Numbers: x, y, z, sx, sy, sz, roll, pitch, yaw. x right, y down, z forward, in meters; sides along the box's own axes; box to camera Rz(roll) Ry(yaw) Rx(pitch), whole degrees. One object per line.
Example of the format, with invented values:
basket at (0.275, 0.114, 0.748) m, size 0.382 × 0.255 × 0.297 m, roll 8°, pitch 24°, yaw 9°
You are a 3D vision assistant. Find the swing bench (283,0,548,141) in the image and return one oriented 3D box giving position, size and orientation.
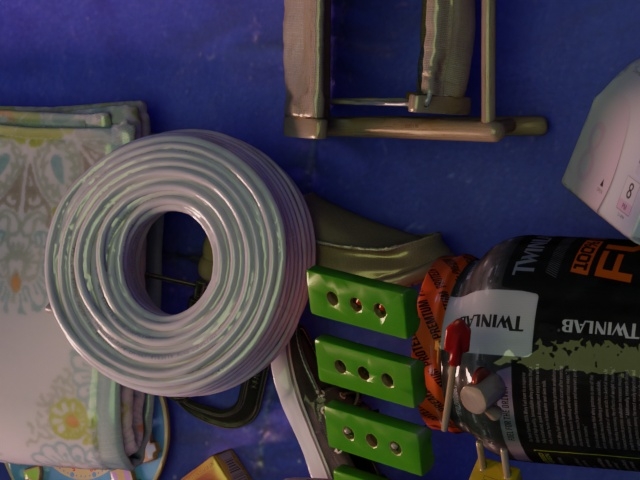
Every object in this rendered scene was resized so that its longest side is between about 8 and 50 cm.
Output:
swing bench at (0.072, -0.221, 1.831) m, size 0.254 × 0.165 × 0.253 m, roll 2°, pitch 95°, yaw 23°

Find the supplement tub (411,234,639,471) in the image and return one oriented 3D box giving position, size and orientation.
supplement tub at (0.265, 0.101, 1.751) m, size 0.338 × 0.207 × 0.207 m, roll 3°, pitch 95°, yaw 22°

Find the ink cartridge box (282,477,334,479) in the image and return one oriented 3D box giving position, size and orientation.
ink cartridge box at (0.020, 0.401, 1.830) m, size 0.129 × 0.223 × 0.308 m, roll 0°, pitch 104°, yaw 2°

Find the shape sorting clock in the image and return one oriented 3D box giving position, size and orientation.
shape sorting clock at (-0.250, 0.195, 2.061) m, size 0.206 × 0.040 × 0.206 m, roll 2°, pitch 95°, yaw 22°

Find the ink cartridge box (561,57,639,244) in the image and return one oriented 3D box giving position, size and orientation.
ink cartridge box at (0.301, -0.125, 1.736) m, size 0.066 × 0.189 × 0.232 m, roll 12°, pitch 103°, yaw -15°

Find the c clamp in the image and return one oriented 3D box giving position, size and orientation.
c clamp at (-0.115, 0.112, 1.987) m, size 0.137 × 0.022 × 0.161 m, roll 8°, pitch 111°, yaw 5°

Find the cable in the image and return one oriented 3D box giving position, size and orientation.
cable at (-0.135, 0.019, 1.867) m, size 0.257 × 0.089 × 0.257 m, roll 35°, pitch 98°, yaw 20°

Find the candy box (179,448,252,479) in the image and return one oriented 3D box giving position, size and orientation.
candy box at (-0.088, 0.319, 1.997) m, size 0.109 × 0.053 × 0.187 m, roll -38°, pitch 81°, yaw 20°

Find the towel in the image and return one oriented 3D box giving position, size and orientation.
towel at (-0.319, 0.041, 2.033) m, size 0.320 × 0.090 × 0.375 m, roll 2°, pitch 87°, yaw 22°

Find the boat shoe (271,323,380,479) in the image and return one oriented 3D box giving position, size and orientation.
boat shoe at (0.017, 0.180, 1.931) m, size 0.076 × 0.080 × 0.229 m, roll -19°, pitch 88°, yaw 16°

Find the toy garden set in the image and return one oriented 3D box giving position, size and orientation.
toy garden set at (0.093, 0.146, 1.715) m, size 0.203 × 0.049 × 0.244 m, roll 13°, pitch 121°, yaw 38°

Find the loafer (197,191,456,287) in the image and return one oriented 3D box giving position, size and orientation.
loafer at (0.000, 0.000, 1.910) m, size 0.268 × 0.102 × 0.092 m, roll 1°, pitch 100°, yaw 23°
